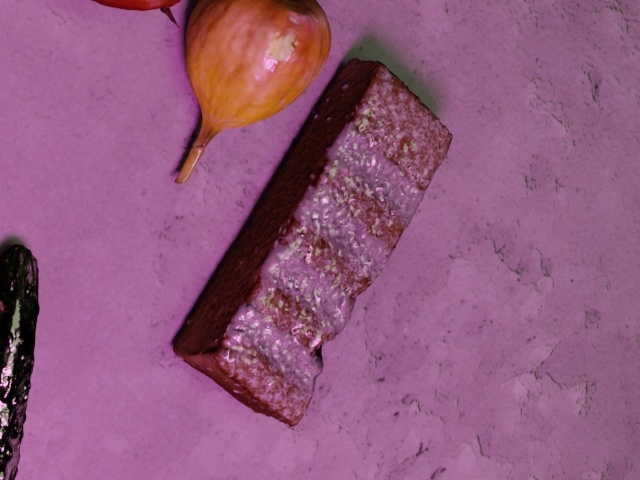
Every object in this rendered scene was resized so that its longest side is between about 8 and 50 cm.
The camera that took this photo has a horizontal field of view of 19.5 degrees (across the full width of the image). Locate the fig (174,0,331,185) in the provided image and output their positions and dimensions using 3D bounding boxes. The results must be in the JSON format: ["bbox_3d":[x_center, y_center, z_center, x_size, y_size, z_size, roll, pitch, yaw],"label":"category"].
[{"bbox_3d":[-0.094,-0.172,2.079,0.159,0.159,0.257,22,104,-38],"label":"fig"}]

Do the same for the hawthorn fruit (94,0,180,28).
[{"bbox_3d":[-0.199,-0.313,1.943,0.181,0.181,0.235,-51,138,-16],"label":"hawthorn fruit"}]

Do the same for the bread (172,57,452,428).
[{"bbox_3d":[0.000,0.000,2.191,0.165,0.113,0.416,38,76,-38],"label":"bread"}]

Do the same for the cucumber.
[{"bbox_3d":[-0.345,0.155,1.989,0.072,0.081,0.303,9,96,-9],"label":"cucumber"}]
